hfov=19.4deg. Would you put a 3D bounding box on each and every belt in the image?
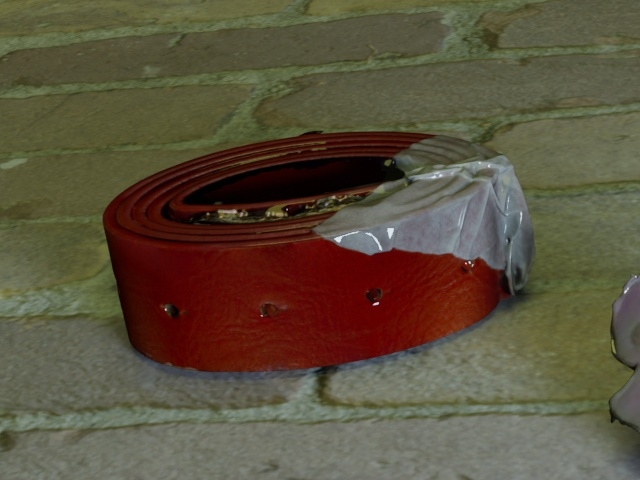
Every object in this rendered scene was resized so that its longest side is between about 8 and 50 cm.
[{"bbox_3d":[0.000,0.000,1.447,0.324,0.115,0.227,-8,25,2],"label":"belt"}]

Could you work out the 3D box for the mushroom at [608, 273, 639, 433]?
[{"bbox_3d":[0.272,0.085,1.159,0.117,0.141,0.188,17,21,-30],"label":"mushroom"}]
